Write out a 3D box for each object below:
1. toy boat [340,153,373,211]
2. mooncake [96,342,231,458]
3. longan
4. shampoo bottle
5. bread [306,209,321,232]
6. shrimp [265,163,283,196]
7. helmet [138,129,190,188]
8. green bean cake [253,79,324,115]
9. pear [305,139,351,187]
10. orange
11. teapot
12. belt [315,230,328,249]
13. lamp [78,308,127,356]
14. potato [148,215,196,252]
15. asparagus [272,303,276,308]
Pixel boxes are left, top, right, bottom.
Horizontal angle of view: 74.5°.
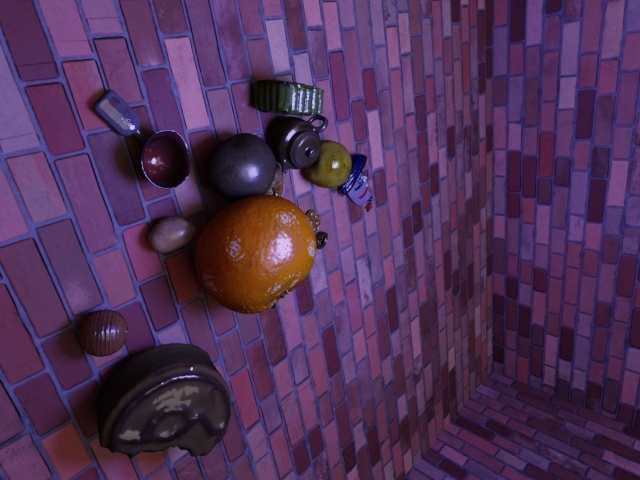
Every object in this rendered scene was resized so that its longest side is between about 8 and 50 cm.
[{"bbox_3d":[0.167,-0.245,1.961,0.219,0.071,0.319,-41,135,-34],"label":"toy boat"},{"bbox_3d":[-0.494,0.541,1.349,0.393,0.246,0.394,-18,119,-30],"label":"mooncake"},{"bbox_3d":[-0.262,-0.245,1.423,0.246,0.214,0.247,2,90,-73],"label":"longan"},{"bbox_3d":[-0.565,-0.346,1.214,0.165,0.040,0.080,50,63,-38],"label":"shampoo bottle"},{"bbox_3d":[-0.039,-0.078,1.810,0.110,0.024,0.110,-15,111,-42],"label":"bread"},{"bbox_3d":[-0.198,-0.169,1.611,0.145,0.061,0.268,-6,102,-53],"label":"shrimp"},{"bbox_3d":[-0.485,-0.245,1.270,0.154,0.106,0.176,3,96,-47],"label":"helmet"},{"bbox_3d":[-0.114,-0.506,1.503,0.200,0.214,0.113,-11,113,-45],"label":"green bean cake"},{"bbox_3d":[0.040,-0.309,1.711,0.197,0.197,0.198,-13,109,-42],"label":"pear"},{"bbox_3d":[-0.204,0.053,1.404,0.423,0.326,0.424,-31,159,-13],"label":"orange"},{"bbox_3d":[-0.069,-0.361,1.571,0.268,0.175,0.185,-50,142,-2],"label":"teapot"},{"bbox_3d":[0.000,0.000,1.861,0.083,0.036,0.059,-59,140,-16],"label":"belt"},{"bbox_3d":[-0.632,0.270,1.229,0.136,0.136,0.137,-13,109,-42],"label":"lamp"},{"bbox_3d":[-0.475,-0.021,1.340,0.147,0.112,0.112,-32,121,-27],"label":"potato"},{"bbox_3d":[-0.232,0.190,1.687,0.023,0.022,0.233,-19,125,8],"label":"asparagus"}]
